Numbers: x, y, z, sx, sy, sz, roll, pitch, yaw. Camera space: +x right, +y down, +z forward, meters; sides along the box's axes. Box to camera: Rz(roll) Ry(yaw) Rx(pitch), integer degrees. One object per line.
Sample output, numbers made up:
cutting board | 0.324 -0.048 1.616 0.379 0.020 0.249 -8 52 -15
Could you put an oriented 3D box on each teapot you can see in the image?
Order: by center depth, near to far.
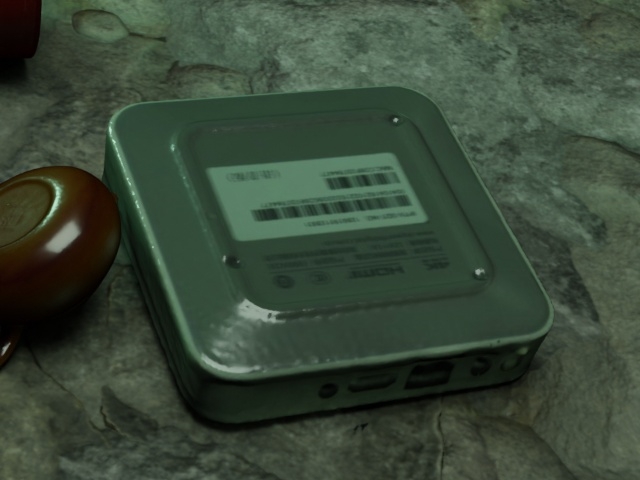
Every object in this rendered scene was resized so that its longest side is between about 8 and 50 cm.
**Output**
teapot | -0.278 0.032 1.565 0.178 0.135 0.252 3 52 41

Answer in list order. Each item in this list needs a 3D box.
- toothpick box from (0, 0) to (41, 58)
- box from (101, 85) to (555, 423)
toothpick box | -0.494 -0.296 1.788 0.333 0.204 0.204 -4 46 -20
box | 0.001 -0.001 1.672 0.395 0.111 0.397 -7 48 -23
